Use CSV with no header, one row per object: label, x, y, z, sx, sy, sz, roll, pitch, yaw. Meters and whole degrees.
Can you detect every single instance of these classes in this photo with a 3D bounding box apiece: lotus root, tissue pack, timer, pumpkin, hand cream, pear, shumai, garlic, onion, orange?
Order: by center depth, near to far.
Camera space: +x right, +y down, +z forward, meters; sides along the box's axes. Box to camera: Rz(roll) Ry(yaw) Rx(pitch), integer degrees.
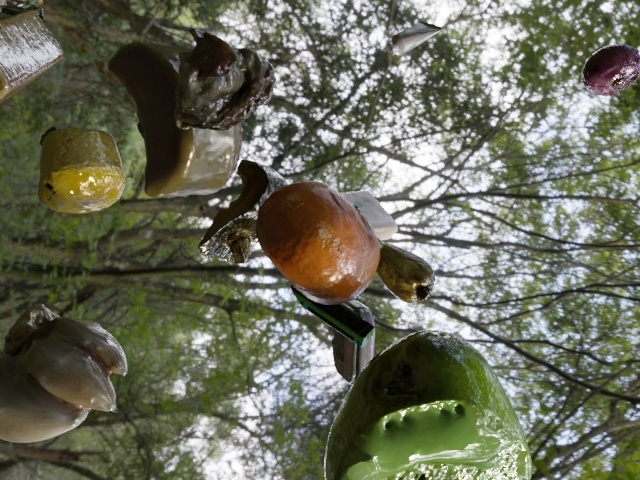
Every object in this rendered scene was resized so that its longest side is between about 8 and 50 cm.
orange,0.000,0.000,0.898,0.170,0.224,0.224,-45,-143,-3
pear,0.168,0.286,0.908,0.238,0.342,0.318,-100,-176,-56
shumai,-0.221,-0.331,1.066,0.218,0.185,0.184,5,-124,33
garlic,-0.554,0.268,1.088,0.325,0.132,0.279,27,-120,40
onion,0.600,-0.356,1.120,0.115,0.115,0.104,-50,-144,34
pumpkin,-0.145,-0.055,1.171,0.126,0.131,0.248,14,-107,23
lotus root,0.179,0.061,1.248,0.108,0.190,0.094,-47,176,-3
hand cream,0.234,-0.520,1.389,0.142,0.053,0.084,-32,-134,-13
timer,0.083,0.268,1.428,0.191,0.069,0.209,-162,-108,-72
tissue pack,0.067,-0.062,1.519,0.170,0.325,0.071,53,-53,24

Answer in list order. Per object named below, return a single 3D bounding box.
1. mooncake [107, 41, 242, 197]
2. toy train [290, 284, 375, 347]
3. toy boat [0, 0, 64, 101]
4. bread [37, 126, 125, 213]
mooncake,-0.386,-0.314,1.455,0.393,0.246,0.394,42,-51,30
toy train,0.019,0.157,1.183,0.209,0.044,0.042,32,-44,24
toy boat,-0.393,-0.196,0.581,0.445,0.162,0.136,-100,-151,-62
bread,-0.551,-0.157,1.242,0.197,0.197,0.171,-32,-114,46
